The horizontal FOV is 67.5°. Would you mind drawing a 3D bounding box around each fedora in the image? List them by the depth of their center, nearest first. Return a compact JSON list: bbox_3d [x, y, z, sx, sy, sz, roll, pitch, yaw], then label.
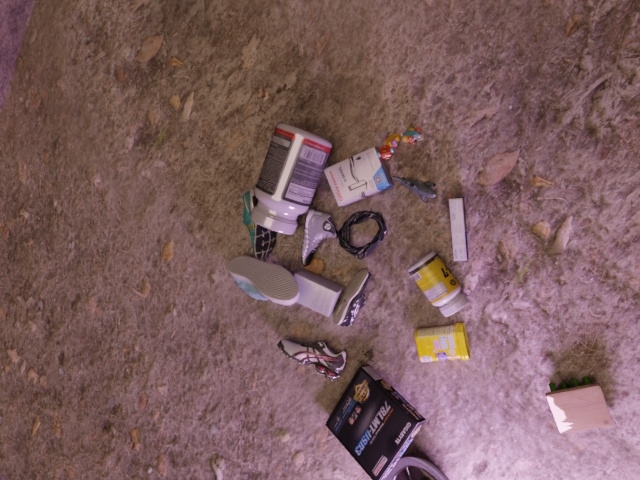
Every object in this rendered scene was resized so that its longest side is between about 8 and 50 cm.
[{"bbox_3d":[0.372,0.894,1.744,0.276,0.124,0.243,36,106,20],"label":"fedora"}]

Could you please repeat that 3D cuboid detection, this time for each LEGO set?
[{"bbox_3d":[0.176,0.439,1.816,0.083,0.023,0.054,-34,82,33],"label":"LEGO set"}]

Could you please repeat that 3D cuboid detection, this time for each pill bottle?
[{"bbox_3d":[0.404,0.149,1.642,0.119,0.119,0.208,-38,84,20],"label":"pill bottle"},{"bbox_3d":[-0.115,-0.219,1.723,0.210,0.210,0.362,25,101,15],"label":"pill bottle"}]

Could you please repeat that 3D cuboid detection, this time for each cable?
[{"bbox_3d":[0.154,-0.033,1.750,0.151,0.047,0.184,41,99,19],"label":"cable"}]

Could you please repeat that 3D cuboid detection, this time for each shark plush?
[{"bbox_3d":[0.328,-0.194,1.652,0.161,0.067,0.073,38,108,12],"label":"shark plush"}]

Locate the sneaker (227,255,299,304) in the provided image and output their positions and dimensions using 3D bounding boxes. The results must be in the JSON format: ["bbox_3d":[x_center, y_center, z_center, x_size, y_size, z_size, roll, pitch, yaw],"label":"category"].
[{"bbox_3d":[-0.200,0.172,1.828,0.366,0.135,0.150,26,149,41],"label":"sneaker"}]

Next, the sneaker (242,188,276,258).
[{"bbox_3d":[-0.247,-0.064,1.875,0.110,0.107,0.275,-1,98,44],"label":"sneaker"}]

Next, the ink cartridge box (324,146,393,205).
[{"bbox_3d":[0.136,-0.225,1.708,0.203,0.086,0.148,-23,89,20],"label":"ink cartridge box"}]

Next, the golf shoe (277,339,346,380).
[{"bbox_3d":[-0.032,0.434,1.858,0.273,0.105,0.120,24,89,10],"label":"golf shoe"}]

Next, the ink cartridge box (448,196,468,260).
[{"bbox_3d":[0.464,-0.040,1.607,0.046,0.097,0.206,-4,95,20],"label":"ink cartridge box"}]

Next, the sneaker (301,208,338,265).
[{"bbox_3d":[0.000,0.000,1.790,0.132,0.086,0.228,7,114,1],"label":"sneaker"}]

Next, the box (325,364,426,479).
[{"bbox_3d":[0.191,0.665,1.755,0.293,0.073,0.295,41,110,37],"label":"box"}]

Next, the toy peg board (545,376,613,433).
[{"bbox_3d":[0.838,0.530,1.568,0.161,0.079,0.160,-20,106,22],"label":"toy peg board"}]

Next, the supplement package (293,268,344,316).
[{"bbox_3d":[-0.018,0.194,1.806,0.180,0.105,0.105,23,105,15],"label":"supplement package"}]

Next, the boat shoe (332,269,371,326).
[{"bbox_3d":[0.130,0.216,1.784,0.079,0.084,0.233,23,99,-23],"label":"boat shoe"}]

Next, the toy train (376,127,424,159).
[{"bbox_3d":[0.273,-0.325,1.637,0.167,0.125,0.046,-19,127,12],"label":"toy train"}]

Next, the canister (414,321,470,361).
[{"bbox_3d":[0.427,0.361,1.685,0.170,0.073,0.126,-11,93,22],"label":"canister"}]
